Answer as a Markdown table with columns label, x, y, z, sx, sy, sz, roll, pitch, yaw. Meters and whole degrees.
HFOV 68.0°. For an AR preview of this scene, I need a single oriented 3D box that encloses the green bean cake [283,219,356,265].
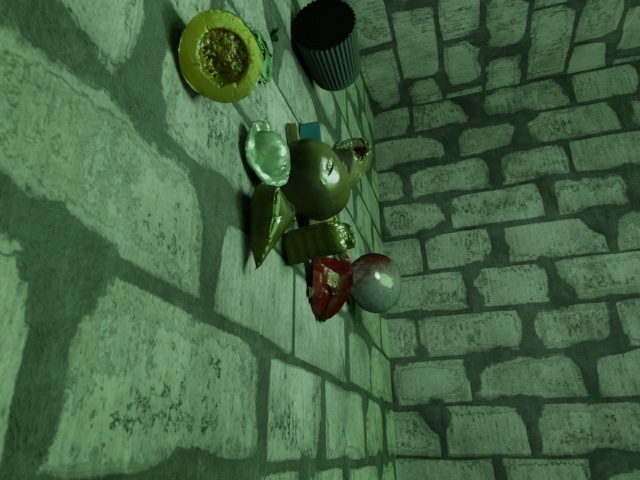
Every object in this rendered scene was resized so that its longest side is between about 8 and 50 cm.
| label | x | y | z | sx | sy | sz | roll | pitch | yaw |
| --- | --- | --- | --- | --- | --- | --- | --- | --- | --- |
| green bean cake | 0.000 | 0.000 | 1.710 | 0.236 | 0.233 | 0.124 | -17 | 93 | -75 |

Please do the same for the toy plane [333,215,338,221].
| label | x | y | z | sx | sy | sz | roll | pitch | yaw |
| --- | --- | --- | --- | --- | --- | --- | --- | --- | --- |
| toy plane | 0.031 | 0.000 | 2.033 | 0.108 | 0.092 | 0.286 | 8 | 92 | -48 |

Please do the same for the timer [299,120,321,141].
| label | x | y | z | sx | sy | sz | roll | pitch | yaw |
| --- | --- | --- | --- | --- | --- | --- | --- | --- | --- |
| timer | -0.013 | -0.381 | 2.113 | 0.250 | 0.092 | 0.231 | 42 | 42 | -72 |

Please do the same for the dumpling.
| label | x | y | z | sx | sy | sz | roll | pitch | yaw |
| --- | --- | --- | --- | --- | --- | --- | --- | --- | --- |
| dumpling | -0.174 | -0.264 | 1.482 | 0.108 | 0.153 | 0.219 | 17 | -45 | 61 |

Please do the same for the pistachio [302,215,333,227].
| label | x | y | z | sx | sy | sz | roll | pitch | yaw |
| --- | --- | --- | --- | --- | --- | --- | --- | --- | --- |
| pistachio | -0.011 | -0.068 | 1.905 | 0.152 | 0.126 | 0.223 | -41 | 131 | -47 |

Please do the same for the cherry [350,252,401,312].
| label | x | y | z | sx | sy | sz | roll | pitch | yaw |
| --- | --- | --- | --- | --- | --- | --- | --- | --- | --- |
| cherry | 0.277 | 0.232 | 2.516 | 0.335 | 0.292 | 0.326 | -23 | 99 | -64 |

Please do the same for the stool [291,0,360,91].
| label | x | y | z | sx | sy | sz | roll | pitch | yaw |
| --- | --- | --- | --- | --- | --- | --- | --- | --- | --- |
| stool | 0.047 | -0.899 | 2.229 | 0.330 | 0.298 | 0.296 | 56 | 30 | -67 |

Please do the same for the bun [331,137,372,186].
| label | x | y | z | sx | sy | sz | roll | pitch | yaw |
| --- | --- | --- | --- | --- | --- | --- | --- | --- | --- |
| bun | 0.132 | -0.404 | 2.427 | 0.281 | 0.205 | 0.281 | -47 | 156 | -28 |

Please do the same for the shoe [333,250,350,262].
| label | x | y | z | sx | sy | sz | roll | pitch | yaw |
| --- | --- | --- | --- | --- | --- | --- | --- | --- | --- |
| shoe | 0.094 | 0.028 | 2.306 | 0.074 | 0.077 | 0.194 | -66 | 145 | -62 |

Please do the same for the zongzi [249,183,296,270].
| label | x | y | z | sx | sy | sz | roll | pitch | yaw |
| --- | --- | --- | --- | --- | --- | --- | --- | --- | --- |
| zongzi | -0.143 | -0.024 | 1.437 | 0.228 | 0.115 | 0.255 | 43 | 48 | -73 |

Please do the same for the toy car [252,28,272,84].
| label | x | y | z | sx | sy | sz | roll | pitch | yaw |
| --- | --- | --- | --- | --- | --- | --- | --- | --- | --- |
| toy car | -0.198 | -0.631 | 1.621 | 0.093 | 0.058 | 0.186 | 8 | 75 | -72 |

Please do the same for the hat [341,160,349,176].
| label | x | y | z | sx | sy | sz | roll | pitch | yaw |
| --- | --- | --- | --- | --- | --- | --- | --- | --- | --- |
| hat | 0.027 | -0.205 | 2.081 | 0.286 | 0.107 | 0.236 | -44 | 145 | -52 |

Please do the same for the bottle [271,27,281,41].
| label | x | y | z | sx | sy | sz | roll | pitch | yaw |
| --- | --- | --- | --- | --- | --- | --- | --- | --- | --- |
| bottle | -0.170 | -0.807 | 1.857 | 0.083 | 0.031 | 0.030 | -82 | 158 | -46 |

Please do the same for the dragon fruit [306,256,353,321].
| label | x | y | z | sx | sy | sz | roll | pitch | yaw |
| --- | --- | --- | --- | --- | --- | --- | --- | --- | --- |
| dragon fruit | 0.061 | 0.202 | 1.963 | 0.344 | 0.100 | 0.281 | 13 | 84 | -59 |

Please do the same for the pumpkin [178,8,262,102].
| label | x | y | z | sx | sy | sz | roll | pitch | yaw |
| --- | --- | --- | --- | --- | --- | --- | --- | --- | --- |
| pumpkin | -0.258 | -0.459 | 1.196 | 0.110 | 0.218 | 0.217 | 30 | -41 | 59 |

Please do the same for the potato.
| label | x | y | z | sx | sy | sz | roll | pitch | yaw |
| --- | --- | --- | --- | --- | --- | --- | --- | --- | --- |
| potato | -0.021 | -0.208 | 1.705 | 0.326 | 0.221 | 0.243 | 54 | 46 | -41 |

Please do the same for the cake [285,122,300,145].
| label | x | y | z | sx | sy | sz | roll | pitch | yaw |
| --- | --- | --- | --- | --- | --- | --- | --- | --- | --- |
| cake | -0.105 | -0.399 | 1.849 | 0.065 | 0.052 | 0.121 | -60 | 141 | -62 |
